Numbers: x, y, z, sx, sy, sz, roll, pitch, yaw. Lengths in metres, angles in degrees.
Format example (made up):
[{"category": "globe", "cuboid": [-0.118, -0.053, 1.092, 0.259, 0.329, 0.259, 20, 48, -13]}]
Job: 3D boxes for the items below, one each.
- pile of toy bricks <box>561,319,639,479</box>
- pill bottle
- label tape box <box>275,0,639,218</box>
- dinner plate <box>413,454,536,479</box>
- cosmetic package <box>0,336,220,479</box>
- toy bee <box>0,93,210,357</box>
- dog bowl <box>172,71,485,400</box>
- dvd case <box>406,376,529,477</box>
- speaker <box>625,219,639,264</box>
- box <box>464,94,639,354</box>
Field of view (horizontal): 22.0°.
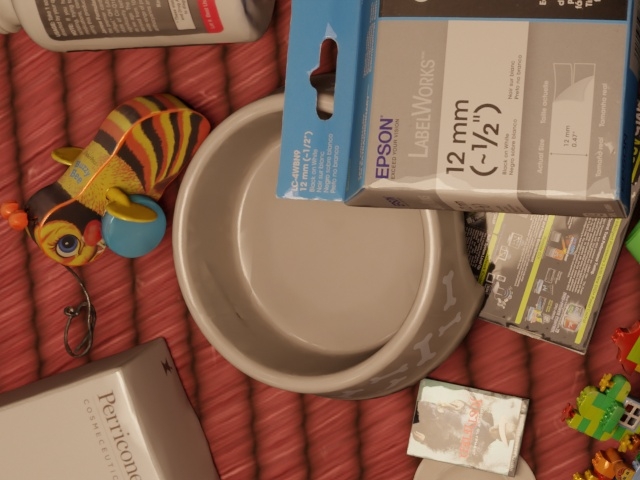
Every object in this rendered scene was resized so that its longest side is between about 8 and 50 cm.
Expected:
[{"category": "pile of toy bricks", "cuboid": [0.297, 0.185, 1.683, 0.105, 0.118, 0.212, 25, 103, -11]}, {"category": "pill bottle", "cuboid": [-0.217, -0.286, 1.714, 0.318, 0.176, 0.176, -1, 98, 14]}, {"category": "label tape box", "cuboid": [0.120, -0.157, 1.539, 0.347, 0.115, 0.249, 3, 84, 15]}, {"category": "dinner plate", "cuboid": [0.167, 0.282, 1.790, 0.141, 0.017, 0.141, 2, 98, 15]}, {"category": "cosmetic package", "cuboid": [-0.355, 0.295, 1.845, 0.453, 0.161, 0.230, -20, 93, 15]}, {"category": "toy bee", "cuboid": [-0.245, -0.032, 1.751, 0.195, 0.162, 0.298, 6, 76, 49]}, {"category": "dog bowl", "cuboid": [0.000, 0.000, 1.703, 0.348, 0.102, 0.349, 2, 95, 28]}, {"category": "dvd case", "cuboid": [0.158, 0.200, 1.772, 0.119, 0.013, 0.087, 11, 89, 11]}, {"category": "speaker", "cuboid": [0.450, 0.052, 1.626, 0.296, 0.131, 0.131, 38, 105, 5]}, {"category": "box", "cuboid": [0.215, -0.043, 1.706, 0.216, 0.060, 0.270, 18, 102, 10]}]
